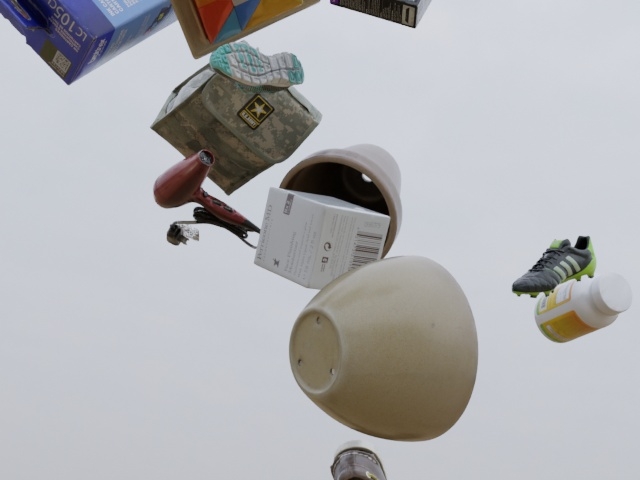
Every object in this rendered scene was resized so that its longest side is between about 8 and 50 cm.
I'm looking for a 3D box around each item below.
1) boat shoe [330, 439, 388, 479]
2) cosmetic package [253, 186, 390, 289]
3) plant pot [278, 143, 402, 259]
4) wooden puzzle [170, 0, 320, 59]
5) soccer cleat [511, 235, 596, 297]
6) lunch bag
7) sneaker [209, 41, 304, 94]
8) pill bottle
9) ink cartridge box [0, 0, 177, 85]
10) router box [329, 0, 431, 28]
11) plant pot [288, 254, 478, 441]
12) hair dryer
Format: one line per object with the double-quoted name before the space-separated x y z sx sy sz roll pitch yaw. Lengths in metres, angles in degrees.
"boat shoe" 0.104 0.502 1.837 0.116 0.324 0.097 -17 19 12
"cosmetic package" 0.000 0.000 1.918 0.151 0.151 0.183 8 7 -38
"plant pot" 0.066 -0.097 2.221 0.263 0.229 0.263 10 -59 17
"wooden puzzle" -0.112 -0.378 1.553 0.220 0.044 0.239 -26 -31 -6
"soccer cleat" 0.349 0.039 1.605 0.178 0.072 0.060 -17 12 -37
"lunch bag" -0.168 -0.261 2.219 0.235 0.169 0.287 42 -47 -21
"sneaker" -0.100 -0.234 1.510 0.076 0.065 0.166 -25 -19 39
"pill bottle" 0.649 0.160 2.614 0.136 0.136 0.245 13 -24 -20
"ink cartridge box" -0.412 -0.452 1.841 0.270 0.395 0.151 47 -41 -1
"router box" 0.108 -0.390 1.517 0.133 0.179 0.046 20 -34 15
"plant pot" 0.066 0.163 1.574 0.190 0.284 0.284 1 -13 -37
"hair dryer" -0.238 -0.091 2.222 0.223 0.080 0.294 0 -35 6
